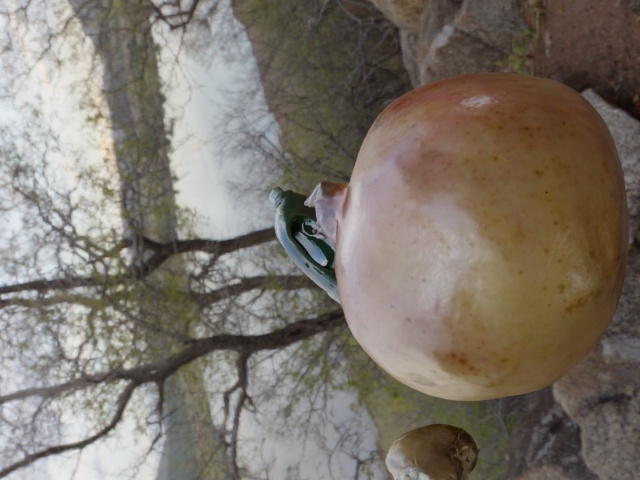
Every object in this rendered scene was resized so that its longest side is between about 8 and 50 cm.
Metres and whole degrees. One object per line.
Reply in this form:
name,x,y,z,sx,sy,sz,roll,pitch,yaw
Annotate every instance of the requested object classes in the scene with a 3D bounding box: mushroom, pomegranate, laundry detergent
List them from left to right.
laundry detergent,0.000,0.000,0.844,0.211,0.137,0.063,43,124,20
mushroom,0.120,0.268,0.578,0.071,0.084,0.209,-4,108,44
pomegranate,0.140,-0.008,0.657,0.338,0.337,0.339,170,90,-79
